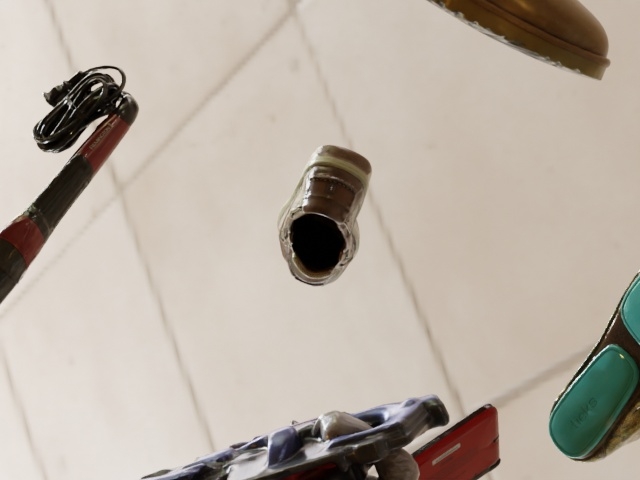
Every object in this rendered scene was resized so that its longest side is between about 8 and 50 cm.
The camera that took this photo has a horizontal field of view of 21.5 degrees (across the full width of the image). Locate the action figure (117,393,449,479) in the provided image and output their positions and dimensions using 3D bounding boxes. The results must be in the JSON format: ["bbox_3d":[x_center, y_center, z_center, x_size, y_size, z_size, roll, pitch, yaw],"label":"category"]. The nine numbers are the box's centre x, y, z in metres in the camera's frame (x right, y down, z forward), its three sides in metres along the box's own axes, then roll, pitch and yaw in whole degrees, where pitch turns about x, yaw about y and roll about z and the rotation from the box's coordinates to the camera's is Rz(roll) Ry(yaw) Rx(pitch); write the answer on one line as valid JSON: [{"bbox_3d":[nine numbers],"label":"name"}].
[{"bbox_3d":[-0.051,0.256,1.276,0.341,0.330,0.179,-15,115,15],"label":"action figure"}]

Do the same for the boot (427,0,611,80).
[{"bbox_3d":[0.153,-0.274,1.151,0.270,0.236,0.089,-61,4,8],"label":"boot"}]

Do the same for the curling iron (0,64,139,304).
[{"bbox_3d":[-0.200,0.004,1.068,0.068,0.035,0.274,15,69,42],"label":"curling iron"}]

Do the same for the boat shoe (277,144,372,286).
[{"bbox_3d":[-0.008,-0.002,1.811,0.257,0.095,0.095,98,-171,-62],"label":"boat shoe"}]

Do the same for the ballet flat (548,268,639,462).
[{"bbox_3d":[0.376,0.115,1.869,0.123,0.123,0.348,54,131,29],"label":"ballet flat"}]

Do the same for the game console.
[{"bbox_3d":[0.098,0.218,1.655,0.085,0.144,0.124,36,146,40],"label":"game console"}]
